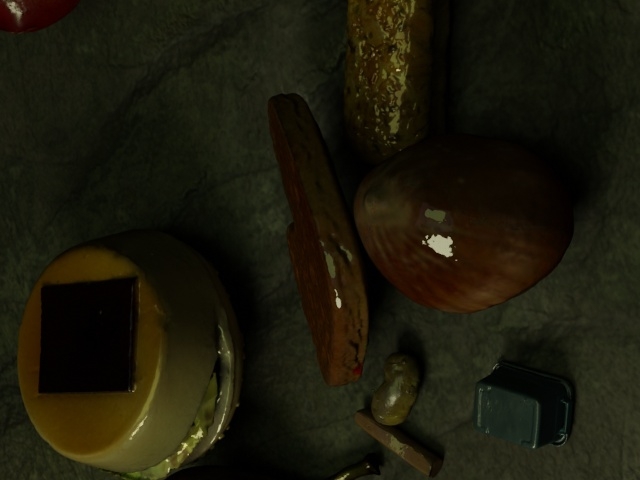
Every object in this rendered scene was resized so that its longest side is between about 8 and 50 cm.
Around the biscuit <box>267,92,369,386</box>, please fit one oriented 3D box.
[{"bbox_3d":[0.002,0.000,1.898,0.277,0.052,0.262,91,163,-60],"label":"biscuit"}]

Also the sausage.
[{"bbox_3d":[0.084,0.219,1.976,0.116,0.026,0.026,34,120,29],"label":"sausage"}]

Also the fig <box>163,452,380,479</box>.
[{"bbox_3d":[-0.066,0.338,2.044,0.290,0.190,0.190,-6,98,23],"label":"fig"}]

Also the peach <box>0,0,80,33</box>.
[{"bbox_3d":[-0.352,-0.329,2.084,0.197,0.197,0.197,11,108,37],"label":"peach"}]

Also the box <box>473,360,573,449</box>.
[{"bbox_3d":[0.204,0.172,1.847,0.099,0.054,0.074,15,109,36],"label":"box"}]

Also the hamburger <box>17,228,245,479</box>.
[{"bbox_3d":[-0.215,0.133,2.088,0.300,0.176,0.300,-5,83,43],"label":"hamburger"}]

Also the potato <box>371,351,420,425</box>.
[{"bbox_3d":[0.083,0.162,1.949,0.046,0.045,0.092,-118,41,-58],"label":"potato"}]

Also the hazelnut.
[{"bbox_3d":[0.132,-0.022,1.761,0.214,0.214,0.176,-17,63,40],"label":"hazelnut"}]

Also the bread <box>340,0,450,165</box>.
[{"bbox_3d":[0.075,-0.180,1.844,0.114,0.083,0.211,13,108,40],"label":"bread"}]
